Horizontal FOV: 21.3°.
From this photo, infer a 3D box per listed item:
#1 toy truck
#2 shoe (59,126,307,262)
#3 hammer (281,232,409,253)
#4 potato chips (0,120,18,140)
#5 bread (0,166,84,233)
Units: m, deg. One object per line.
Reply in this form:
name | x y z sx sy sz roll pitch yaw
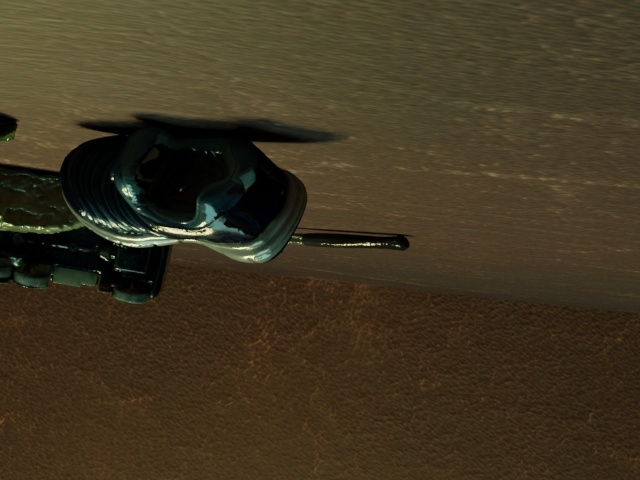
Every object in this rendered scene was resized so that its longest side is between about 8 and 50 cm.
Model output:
toy truck | -0.307 -0.005 1.976 0.257 0.108 0.140 9 -172 -14
shoe | -0.112 -0.047 1.243 0.207 0.091 0.106 9 156 35
hammer | 0.000 0.000 2.066 0.246 0.029 0.103 3 174 30
potato chips | -0.319 -0.091 1.259 0.207 0.028 0.092 7 175 -36
bread | -0.331 -0.042 1.735 0.232 0.064 0.172 3 177 27
